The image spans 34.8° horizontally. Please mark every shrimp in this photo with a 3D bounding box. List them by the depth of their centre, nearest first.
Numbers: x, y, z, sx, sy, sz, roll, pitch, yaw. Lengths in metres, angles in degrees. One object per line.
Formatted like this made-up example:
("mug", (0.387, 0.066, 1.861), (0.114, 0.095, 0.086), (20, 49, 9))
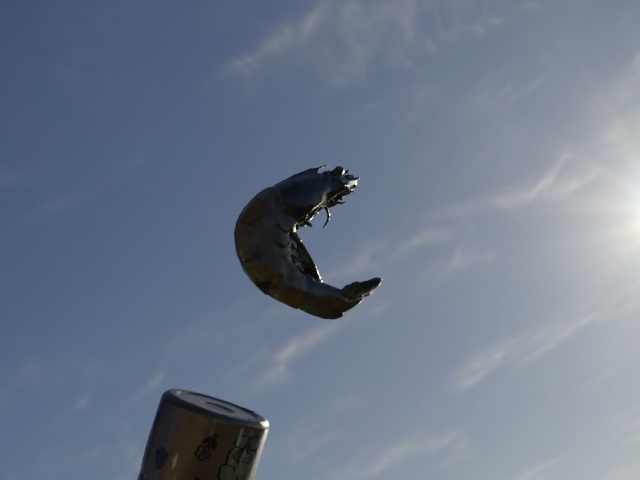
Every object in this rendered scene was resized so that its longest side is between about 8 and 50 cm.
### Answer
("shrimp", (0.000, 0.000, 1.031), (0.051, 0.150, 0.217), (-40, 0, 42))

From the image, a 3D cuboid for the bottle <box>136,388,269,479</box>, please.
("bottle", (-0.102, 0.202, 0.808), (0.099, 0.152, 0.099), (17, -3, 1))
